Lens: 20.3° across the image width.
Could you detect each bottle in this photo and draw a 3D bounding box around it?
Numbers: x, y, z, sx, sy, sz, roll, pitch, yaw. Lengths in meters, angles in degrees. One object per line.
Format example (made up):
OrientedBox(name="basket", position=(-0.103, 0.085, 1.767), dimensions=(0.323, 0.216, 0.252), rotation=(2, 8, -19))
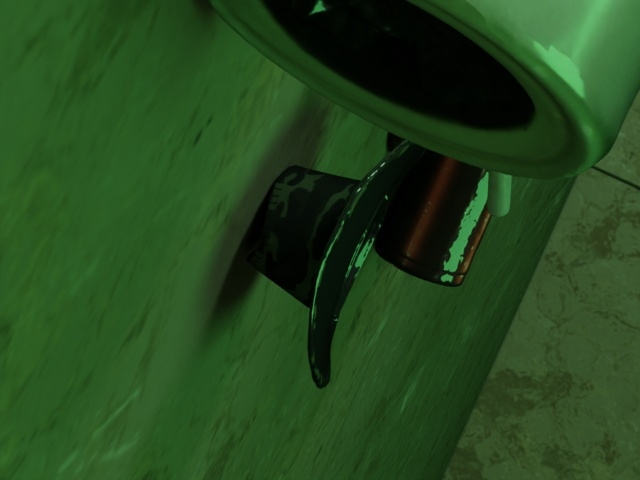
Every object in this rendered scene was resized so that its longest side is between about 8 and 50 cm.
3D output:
OrientedBox(name="bottle", position=(0.085, -0.058, 1.013), dimensions=(0.164, 0.060, 0.060), rotation=(-67, 170, 12))

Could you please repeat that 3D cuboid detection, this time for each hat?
OrientedBox(name="hat", position=(0.000, 0.000, 0.720), dimensions=(0.121, 0.050, 0.121), rotation=(22, 90, -84))

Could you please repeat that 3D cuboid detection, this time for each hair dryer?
OrientedBox(name="hair dryer", position=(0.056, -0.160, 0.380), dimensions=(0.203, 0.128, 0.362), rotation=(-61, 170, -11))

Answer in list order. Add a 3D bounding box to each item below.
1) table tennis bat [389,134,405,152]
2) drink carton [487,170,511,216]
OrientedBox(name="table tennis bat", position=(0.068, -0.108, 0.915), dimensions=(0.095, 0.014, 0.158), rotation=(-53, 167, -45))
OrientedBox(name="drink carton", position=(0.083, -0.096, 0.823), dimensions=(0.084, 0.074, 0.200), rotation=(-30, 153, -28))
